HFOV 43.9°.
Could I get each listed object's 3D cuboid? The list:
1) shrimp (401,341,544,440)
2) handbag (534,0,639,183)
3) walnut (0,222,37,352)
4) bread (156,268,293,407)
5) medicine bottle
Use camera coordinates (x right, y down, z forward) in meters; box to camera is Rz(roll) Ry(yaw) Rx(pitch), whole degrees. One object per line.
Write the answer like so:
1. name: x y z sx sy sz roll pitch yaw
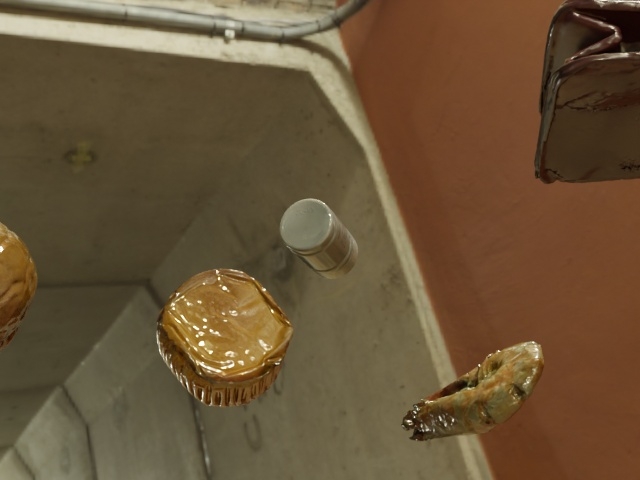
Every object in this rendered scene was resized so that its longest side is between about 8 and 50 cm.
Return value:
1. shrimp: 0.208 0.223 1.137 0.062 0.154 0.294 47 -44 -9
2. handbag: 0.276 -0.111 0.607 0.203 0.216 0.074 55 37 -68
3. walnut: -0.388 0.056 0.831 0.207 0.167 0.167 -94 -166 -66
4. bread: -0.145 0.149 1.185 0.104 0.199 0.199 106 -34 -53
5. medicine bottle: 0.000 0.000 0.829 0.058 0.091 0.058 -8 -114 18
